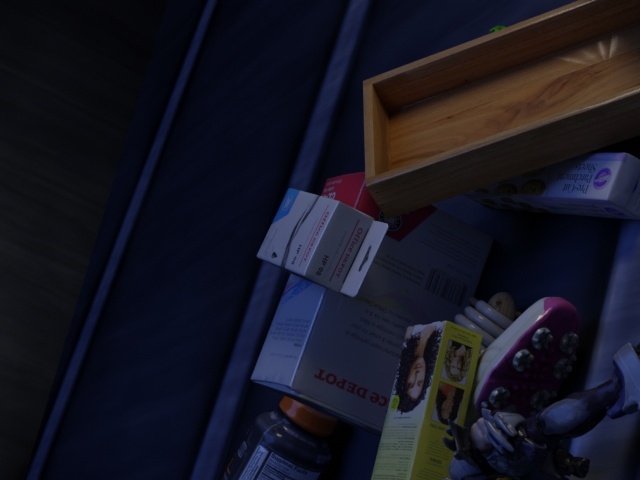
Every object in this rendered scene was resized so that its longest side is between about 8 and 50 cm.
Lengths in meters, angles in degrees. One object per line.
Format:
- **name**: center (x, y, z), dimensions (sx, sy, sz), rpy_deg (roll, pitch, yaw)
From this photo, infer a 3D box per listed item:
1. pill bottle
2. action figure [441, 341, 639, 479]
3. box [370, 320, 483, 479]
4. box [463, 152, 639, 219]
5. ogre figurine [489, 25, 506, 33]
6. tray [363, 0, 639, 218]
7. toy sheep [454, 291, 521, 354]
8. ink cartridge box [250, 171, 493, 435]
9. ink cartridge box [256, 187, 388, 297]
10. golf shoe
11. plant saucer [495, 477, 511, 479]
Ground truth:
- **pill bottle**: center (-0.068, 0.343, 1.699), dimensions (0.245, 0.130, 0.130), rpy_deg (-61, 25, 6)
- **action figure**: center (0.244, 0.188, 1.174), dimensions (0.285, 0.185, 0.099), rpy_deg (-33, 66, 17)
- **box**: center (0.115, 0.210, 1.303), dimensions (0.087, 0.058, 0.232), rpy_deg (-20, 52, 60)
- **box**: center (0.293, -0.073, 1.475), dimensions (0.324, 0.063, 0.067), rpy_deg (11, 77, 64)
- **ogre figurine**: center (0.251, -0.249, 1.688), dimensions (0.118, 0.097, 0.197), rpy_deg (-45, 41, 13)
- **tray**: center (0.255, -0.179, 1.430), dimensions (0.411, 0.076, 0.202), rpy_deg (-18, 44, 19)
- **toy sheep**: center (0.200, 0.121, 1.446), dimensions (0.132, 0.091, 0.091), rpy_deg (-58, 25, 3)
- **ink cartridge box**: center (0.071, 0.092, 1.555), dimensions (0.131, 0.226, 0.306), rpy_deg (1, 66, 61)
- **ink cartridge box**: center (0.000, 0.000, 1.447), dimensions (0.180, 0.060, 0.104), rpy_deg (18, 82, 61)
- **golf shoe**: center (0.184, 0.180, 1.365), dimensions (0.306, 0.115, 0.140), rpy_deg (-57, 38, 12)
- **plant saucer**: center (0.084, 0.418, 1.220), dimensions (0.333, 0.081, 0.333), rpy_deg (-52, -14, 17)
